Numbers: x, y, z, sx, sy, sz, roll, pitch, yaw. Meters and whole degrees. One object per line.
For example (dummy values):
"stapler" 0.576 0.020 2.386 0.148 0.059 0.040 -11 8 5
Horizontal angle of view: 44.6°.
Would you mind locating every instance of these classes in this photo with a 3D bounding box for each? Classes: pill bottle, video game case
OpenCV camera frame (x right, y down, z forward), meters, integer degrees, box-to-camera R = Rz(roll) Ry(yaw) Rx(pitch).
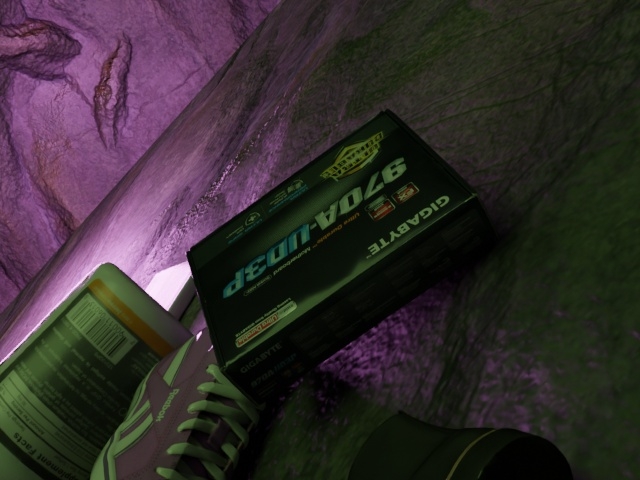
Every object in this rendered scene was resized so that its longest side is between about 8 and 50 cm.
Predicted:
"pill bottle" -0.263 0.171 0.813 0.278 0.162 0.162 -48 19 -10
"video game case" -0.241 0.114 1.104 0.183 0.023 0.201 -20 35 54

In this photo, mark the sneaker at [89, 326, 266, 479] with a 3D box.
"sneaker" -0.089 0.142 0.628 0.161 0.102 0.282 -41 22 14

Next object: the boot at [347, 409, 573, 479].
"boot" 0.024 0.173 0.389 0.198 0.077 0.137 -43 12 -19

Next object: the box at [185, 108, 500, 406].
"box" 0.005 0.004 0.621 0.220 0.051 0.175 -35 34 3
